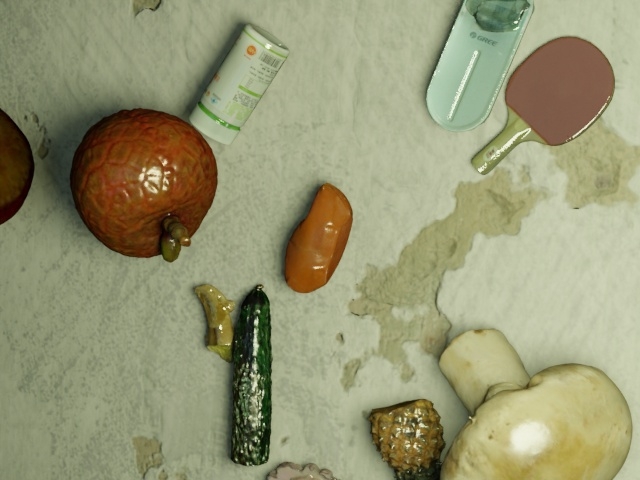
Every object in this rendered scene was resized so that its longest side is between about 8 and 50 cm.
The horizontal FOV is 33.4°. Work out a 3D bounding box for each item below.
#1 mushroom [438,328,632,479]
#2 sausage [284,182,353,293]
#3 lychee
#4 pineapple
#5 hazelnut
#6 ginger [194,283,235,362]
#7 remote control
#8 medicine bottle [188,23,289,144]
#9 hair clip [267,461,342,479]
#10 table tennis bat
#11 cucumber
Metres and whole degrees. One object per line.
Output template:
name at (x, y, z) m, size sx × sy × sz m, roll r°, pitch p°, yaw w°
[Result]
mushroom at (0.264, 0.256, 1.487) m, size 0.292 × 0.292 × 0.290 m, roll -49°, pitch 56°, yaw 17°
sausage at (0.000, 0.000, 1.679) m, size 0.089 × 0.089 × 0.179 m, roll 28°, pitch 108°, yaw 20°
lychee at (-0.277, -0.088, 1.715) m, size 0.300 × 0.255 × 0.255 m, roll 44°, pitch 107°, yaw 21°
pineapple at (0.151, 0.360, 1.619) m, size 0.111 × 0.119 × 0.237 m, roll -16°, pitch 89°, yaw -21°
hazelnut at (-0.620, -0.133, 1.897) m, size 0.217 × 0.217 × 0.252 m, roll -14°, pitch 76°, yaw 23°
ginger at (-0.171, 0.138, 1.782) m, size 0.057 × 0.044 × 0.137 m, roll -16°, pitch 84°, yaw 41°
remote control at (0.237, -0.279, 1.583) m, size 0.104 × 0.052 × 0.247 m, roll 27°, pitch 102°, yaw 19°
medicine bottle at (-0.132, -0.253, 1.728) m, size 0.086 × 0.086 × 0.183 m, roll 40°, pitch 105°, yaw 18°
hair clip at (-0.021, 0.509, 1.711) m, size 0.173 × 0.069 × 0.300 m, roll -1°, pitch 81°, yaw 22°
table tennis bat at (0.320, -0.190, 1.570) m, size 0.246 × 0.022 × 0.138 m, roll -43°, pitch 75°, yaw 17°
cucumber at (-0.111, 0.218, 1.746) m, size 0.067 × 0.067 × 0.294 m, roll 3°, pitch 92°, yaw 24°
